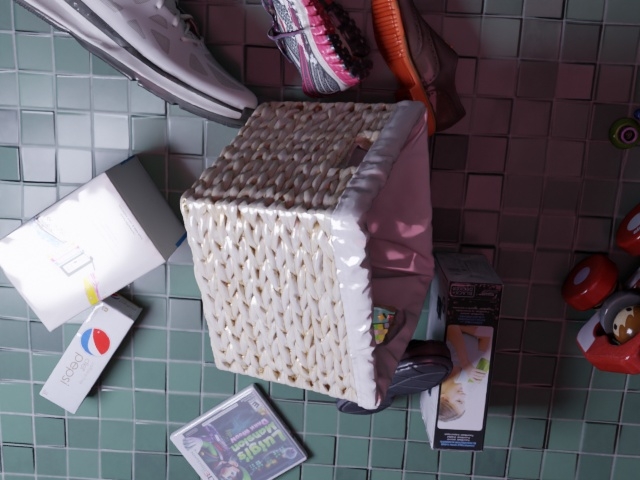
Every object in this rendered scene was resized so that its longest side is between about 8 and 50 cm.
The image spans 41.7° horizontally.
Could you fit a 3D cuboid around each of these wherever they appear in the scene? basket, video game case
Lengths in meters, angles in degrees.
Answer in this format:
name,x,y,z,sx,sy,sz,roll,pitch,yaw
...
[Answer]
name,x,y,z,sx,sy,sz,roll,pitch,yaw
basket,0.000,0.000,1.206,0.267,0.328,0.331,7,127,19
video game case,-0.149,0.375,1.533,0.190,0.022,0.173,-33,102,11

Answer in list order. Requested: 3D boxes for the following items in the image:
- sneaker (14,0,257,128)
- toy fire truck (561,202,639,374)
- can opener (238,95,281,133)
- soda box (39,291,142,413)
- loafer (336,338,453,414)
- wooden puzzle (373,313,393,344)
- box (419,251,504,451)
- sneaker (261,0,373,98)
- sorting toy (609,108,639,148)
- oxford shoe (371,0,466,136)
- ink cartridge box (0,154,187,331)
name,x,y,z,sx,sy,sz,roll,pitch,yaw
sneaker,-0.243,-0.370,1.245,0.448,0.169,0.257,33,96,-8
toy fire truck,0.525,0.086,1.297,0.169,0.254,0.302,39,104,-7
can opener,0.008,-0.152,1.366,0.284,0.076,0.095,22,137,-3
soda box,-0.401,0.193,1.471,0.074,0.069,0.216,33,105,-7
loafer,0.107,0.202,1.354,0.109,0.095,0.302,13,150,-21
wooden puzzle,0.106,0.168,1.470,0.049,0.006,0.083,-5,105,4
box,0.227,0.180,1.386,0.087,0.169,0.289,4,104,-1
sneaker,-0.042,-0.357,1.281,0.112,0.121,0.299,-23,96,40
sorting toy,0.515,-0.177,1.335,0.102,0.042,0.061,-10,105,6
oxford shoe,0.152,-0.300,1.307,0.098,0.097,0.271,-22,109,-12
ink cartridge box,-0.370,0.001,1.363,0.233,0.171,0.168,-30,102,11
